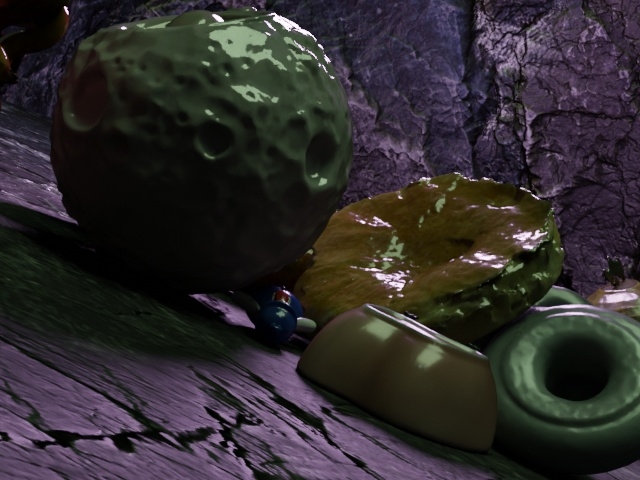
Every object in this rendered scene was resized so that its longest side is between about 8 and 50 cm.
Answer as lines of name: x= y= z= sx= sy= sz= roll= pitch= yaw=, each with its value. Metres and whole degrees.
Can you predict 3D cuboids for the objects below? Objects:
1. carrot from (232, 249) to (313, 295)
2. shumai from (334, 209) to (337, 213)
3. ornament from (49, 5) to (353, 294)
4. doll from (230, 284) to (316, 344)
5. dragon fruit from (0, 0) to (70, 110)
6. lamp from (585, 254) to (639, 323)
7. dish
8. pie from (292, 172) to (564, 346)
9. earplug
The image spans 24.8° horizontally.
carrot: x=-0.026 y=0.045 z=1.837 sx=0.302 sy=0.114 sz=0.114 roll=22 pitch=2 yaw=4
shumai: x=-0.005 y=0.024 z=2.210 sx=0.123 sy=0.139 sz=0.105 roll=-13 pitch=44 yaw=-45
ornament: x=-0.126 y=-0.098 z=1.599 sx=0.337 sy=0.337 sz=0.337 roll=24 pitch=3 yaw=-1
doll: x=-0.050 y=0.080 z=1.560 sx=0.099 sy=0.057 sz=0.143 roll=23 pitch=8 yaw=-6
dragon fruit: x=-0.399 y=-0.170 z=1.369 sx=0.307 sy=0.243 sz=0.227 roll=3 pitch=26 yaw=-33
lamp: x=0.516 y=0.162 z=2.414 sx=0.250 sy=0.284 sz=0.250 roll=-11 pitch=6 yaw=1
dish: x=0.086 y=0.124 z=1.443 sx=0.213 sy=0.090 sz=0.213 roll=23 pitch=3 yaw=-1
pie: x=0.118 y=0.026 z=1.671 sx=0.339 sy=0.339 sz=0.083 roll=27 pitch=-35 yaw=54
earplug: x=0.260 y=0.157 z=1.591 sx=0.214 sy=0.175 sz=0.325 roll=-16 pitch=14 yaw=-7
